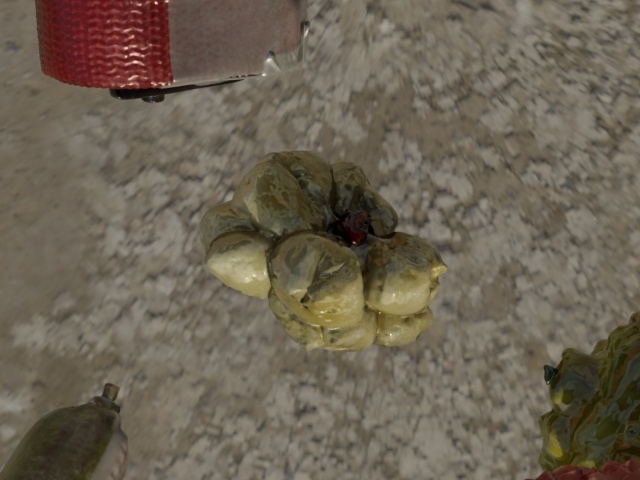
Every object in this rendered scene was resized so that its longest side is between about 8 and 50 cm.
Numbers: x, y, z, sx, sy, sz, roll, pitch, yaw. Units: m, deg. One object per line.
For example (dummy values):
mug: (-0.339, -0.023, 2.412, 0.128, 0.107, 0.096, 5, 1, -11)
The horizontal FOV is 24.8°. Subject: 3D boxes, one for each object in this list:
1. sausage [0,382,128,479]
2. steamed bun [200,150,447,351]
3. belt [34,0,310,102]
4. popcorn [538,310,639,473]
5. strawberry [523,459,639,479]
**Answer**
sausage: (-0.105, 0.137, 0.329, 0.032, 0.269, 0.033, 16, 141, 13)
steamed bun: (0.000, 0.000, 1.174, 0.192, 0.177, 0.106, -1, 127, -38)
belt: (-0.096, -0.157, 0.991, 0.200, 0.128, 0.124, -11, 113, -30)
popcorn: (0.260, 0.140, 1.012, 0.218, 0.189, 0.169, -41, 137, 7)
strawberry: (0.188, 0.252, 0.702, 0.267, 0.351, 0.312, -22, 115, -35)
